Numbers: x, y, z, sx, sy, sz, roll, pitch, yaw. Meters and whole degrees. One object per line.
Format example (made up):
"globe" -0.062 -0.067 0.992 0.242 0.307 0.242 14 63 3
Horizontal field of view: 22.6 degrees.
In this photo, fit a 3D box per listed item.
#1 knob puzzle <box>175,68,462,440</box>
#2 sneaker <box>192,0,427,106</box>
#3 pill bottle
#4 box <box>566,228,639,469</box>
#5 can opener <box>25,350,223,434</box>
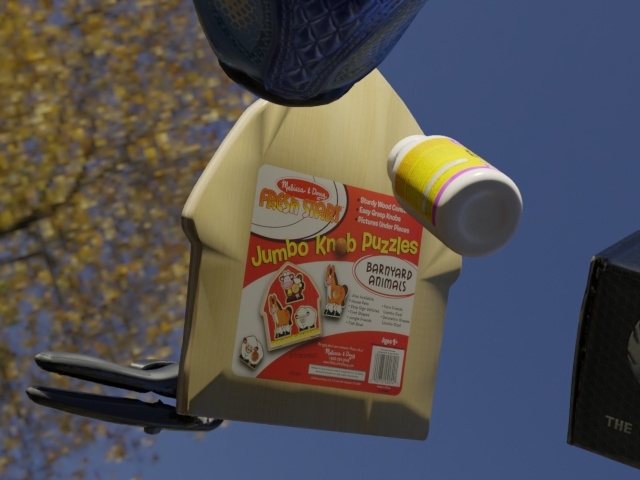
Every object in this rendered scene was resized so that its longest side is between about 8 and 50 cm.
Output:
"knob puzzle" 0.000 0.000 0.831 0.030 0.213 0.213 3 -74 48
"sneaker" -0.009 -0.179 0.542 0.147 0.129 0.330 116 -17 -47
"pill bottle" 0.061 -0.025 0.777 0.083 0.043 0.043 -135 -137 -61
"box" 0.208 0.035 0.411 0.232 0.183 0.059 17 -66 33
"can opener" -0.144 0.117 1.212 0.073 0.186 0.059 -2 -97 42
